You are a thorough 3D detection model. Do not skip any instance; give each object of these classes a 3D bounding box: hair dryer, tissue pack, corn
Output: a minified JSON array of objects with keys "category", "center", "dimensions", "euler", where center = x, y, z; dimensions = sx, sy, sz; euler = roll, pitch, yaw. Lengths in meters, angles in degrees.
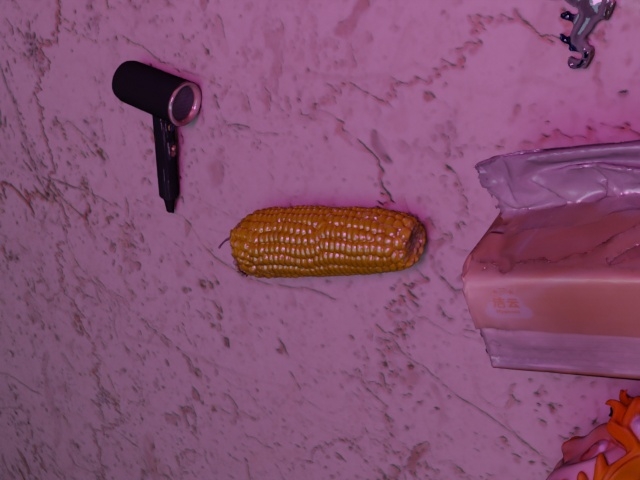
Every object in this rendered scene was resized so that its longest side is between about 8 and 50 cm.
[{"category":"hair dryer","center":[-0.257,-0.151,1.271],"dimensions":[0.128,0.070,0.255],"euler":[27,132,24]},{"category":"tissue pack","center":[0.315,-0.001,0.802],"dimensions":[0.306,0.238,0.238],"euler":[-1,113,38]},{"category":"corn","center":[0.000,0.000,1.131],"dimensions":[0.305,0.106,0.106],"euler":[-3,112,36]}]

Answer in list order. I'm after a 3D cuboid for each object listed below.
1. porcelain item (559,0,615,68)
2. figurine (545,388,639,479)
[{"category":"porcelain item","center":[0.268,-0.252,0.844],"dimensions":[0.075,0.021,0.136],"euler":[30,129,20]},{"category":"figurine","center":[0.343,0.291,0.884],"dimensions":[0.196,0.323,0.320],"euler":[38,132,15]}]
